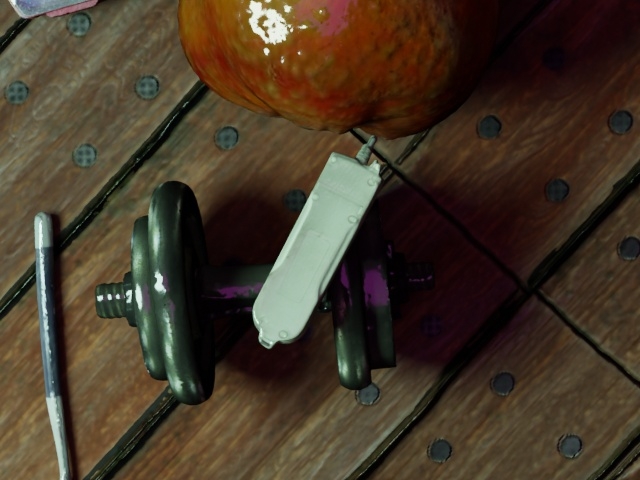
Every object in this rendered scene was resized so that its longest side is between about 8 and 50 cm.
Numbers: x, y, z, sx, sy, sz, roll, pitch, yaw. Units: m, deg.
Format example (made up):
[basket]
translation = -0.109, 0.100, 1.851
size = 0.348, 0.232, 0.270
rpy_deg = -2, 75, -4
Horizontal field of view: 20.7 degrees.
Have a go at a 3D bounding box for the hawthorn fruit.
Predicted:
[hawthorn fruit]
translation = 0.026, -0.221, 1.439
size = 0.275, 0.275, 0.300
rpy_deg = 20, 75, 0

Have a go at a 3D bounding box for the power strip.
[power strip]
translation = 0.000, 0.000, 1.378
size = 0.047, 0.030, 0.191
rpy_deg = 26, 81, 8

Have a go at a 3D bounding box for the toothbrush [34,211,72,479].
[toothbrush]
translation = -0.242, 0.118, 1.575
size = 0.026, 0.024, 0.288
rpy_deg = -2, 93, 15

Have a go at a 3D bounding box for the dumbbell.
[dumbbell]
translation = -0.048, 0.039, 1.485
size = 0.290, 0.192, 0.192
rpy_deg = -5, 92, 3

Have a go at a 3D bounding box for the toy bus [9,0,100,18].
[toy bus]
translation = -0.189, -0.248, 1.538
size = 0.192, 0.065, 0.077
rpy_deg = -16, 99, 2
